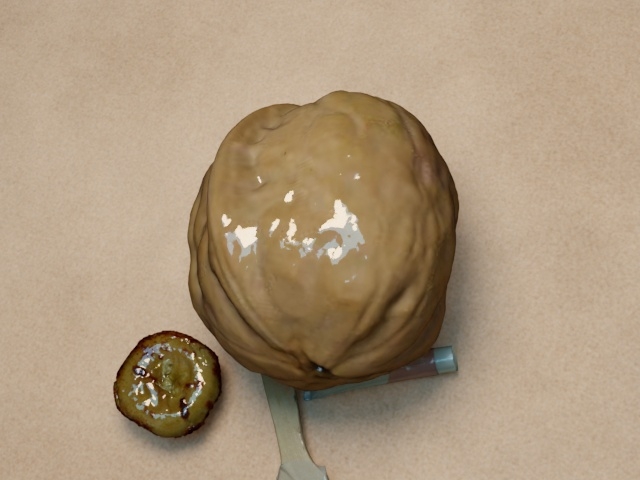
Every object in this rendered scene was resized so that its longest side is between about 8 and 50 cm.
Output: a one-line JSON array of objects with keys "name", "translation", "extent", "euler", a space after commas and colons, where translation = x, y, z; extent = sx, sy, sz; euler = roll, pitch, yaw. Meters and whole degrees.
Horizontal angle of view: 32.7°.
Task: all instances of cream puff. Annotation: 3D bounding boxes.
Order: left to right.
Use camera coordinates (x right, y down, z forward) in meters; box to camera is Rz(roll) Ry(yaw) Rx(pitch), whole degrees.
[{"name": "cream puff", "translation": [-0.197, 0.194, 1.445], "extent": [0.149, 0.084, 0.149], "euler": [-4, 70, 10]}]

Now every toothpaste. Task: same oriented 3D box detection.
[{"name": "toothpaste", "translation": [0.074, 0.168, 1.420], "extent": [0.205, 0.036, 0.056], "euler": [-10, 63, 14]}]

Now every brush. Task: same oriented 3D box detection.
[{"name": "brush", "translation": [-0.036, 0.257, 1.395], "extent": [0.085, 0.020, 0.336], "euler": [-18, 57, 9]}]

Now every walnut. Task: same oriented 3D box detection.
[{"name": "walnut", "translation": [0.000, 0.000, 1.350], "extent": [0.381, 0.381, 0.381], "euler": [-5, 66, 11]}]
